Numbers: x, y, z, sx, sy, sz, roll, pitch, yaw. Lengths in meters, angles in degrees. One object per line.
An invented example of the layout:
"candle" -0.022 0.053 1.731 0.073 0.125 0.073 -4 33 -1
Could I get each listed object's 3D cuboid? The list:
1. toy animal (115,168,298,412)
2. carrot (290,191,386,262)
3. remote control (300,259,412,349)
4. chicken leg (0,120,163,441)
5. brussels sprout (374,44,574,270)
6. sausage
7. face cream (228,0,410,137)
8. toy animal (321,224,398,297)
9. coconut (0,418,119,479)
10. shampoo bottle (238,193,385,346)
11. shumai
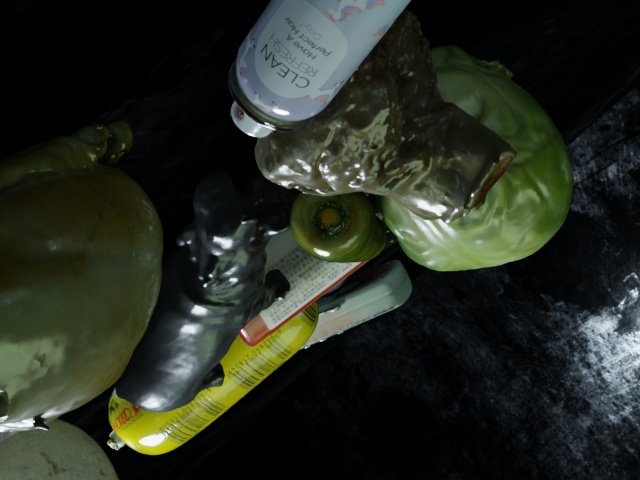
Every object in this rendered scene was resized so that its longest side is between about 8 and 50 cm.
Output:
"toy animal" -0.105 0.038 1.198 0.168 0.106 0.343 -29 158 -43
"carrot" 0.026 -0.012 1.186 0.074 0.074 0.358 -39 174 4
"remote control" -0.034 0.122 1.719 0.344 0.050 0.145 -24 -174 14
"chicken leg" -0.241 0.041 0.631 0.429 0.153 0.201 -11 140 -56
"brussels sprout" 0.139 -0.080 1.222 0.244 0.244 0.244 -37 171 -7
"sausage" -0.140 0.154 1.560 0.347 0.123 0.123 -39 171 7
"face cream" 0.005 -0.147 0.800 0.075 0.075 0.229 -30 167 -43
"toy animal" 0.058 -0.006 1.700 0.269 0.082 0.137 -35 174 -46
"coconut" -0.328 0.305 1.221 0.266 0.237 0.237 -51 166 32
"shampoo bottle" 0.000 0.000 1.405 0.278 0.104 0.104 -37 171 -9
"shumai" 0.058 -0.079 0.970 0.166 0.175 0.206 -44 179 31
